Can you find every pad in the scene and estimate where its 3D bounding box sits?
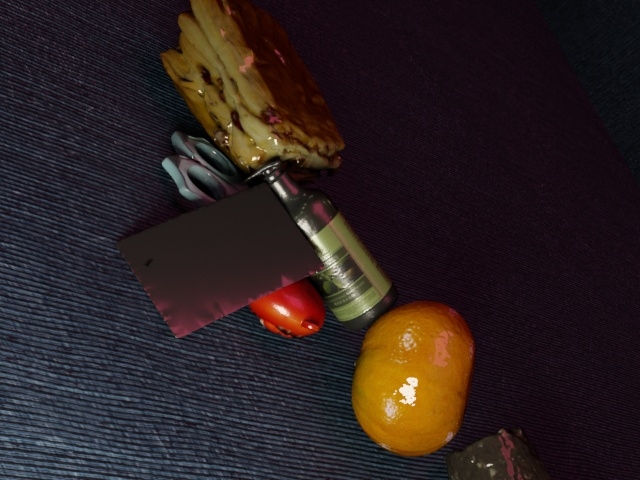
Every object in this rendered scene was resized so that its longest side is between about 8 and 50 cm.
[{"bbox_3d":[-0.134,0.022,1.614,0.265,0.009,0.159,-24,73,-36],"label":"pad"}]

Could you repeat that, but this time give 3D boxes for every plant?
[{"bbox_3d":[0.297,0.421,1.761,0.149,0.146,0.274,-10,64,-38],"label":"plant"}]

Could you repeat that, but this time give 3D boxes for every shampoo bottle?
[{"bbox_3d":[0.000,0.000,1.751,0.284,0.101,0.101,54,26,-12],"label":"shampoo bottle"}]

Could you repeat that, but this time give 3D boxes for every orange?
[{"bbox_3d":[0.134,0.199,1.713,0.171,0.240,0.240,10,26,12],"label":"orange"}]

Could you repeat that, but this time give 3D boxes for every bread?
[{"bbox_3d":[-0.116,-0.231,1.898,0.277,0.167,0.324,7,54,-64],"label":"bread"}]

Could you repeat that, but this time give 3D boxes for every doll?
[{"bbox_3d":[-0.062,0.072,1.708,0.183,0.085,0.217,18,25,-53],"label":"doll"}]

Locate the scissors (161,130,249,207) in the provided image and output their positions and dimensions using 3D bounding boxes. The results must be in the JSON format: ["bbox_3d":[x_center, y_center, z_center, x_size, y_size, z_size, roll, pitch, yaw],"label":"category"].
[{"bbox_3d":[-0.086,-0.041,1.807,0.360,0.029,0.191,34,23,-14],"label":"scissors"}]
